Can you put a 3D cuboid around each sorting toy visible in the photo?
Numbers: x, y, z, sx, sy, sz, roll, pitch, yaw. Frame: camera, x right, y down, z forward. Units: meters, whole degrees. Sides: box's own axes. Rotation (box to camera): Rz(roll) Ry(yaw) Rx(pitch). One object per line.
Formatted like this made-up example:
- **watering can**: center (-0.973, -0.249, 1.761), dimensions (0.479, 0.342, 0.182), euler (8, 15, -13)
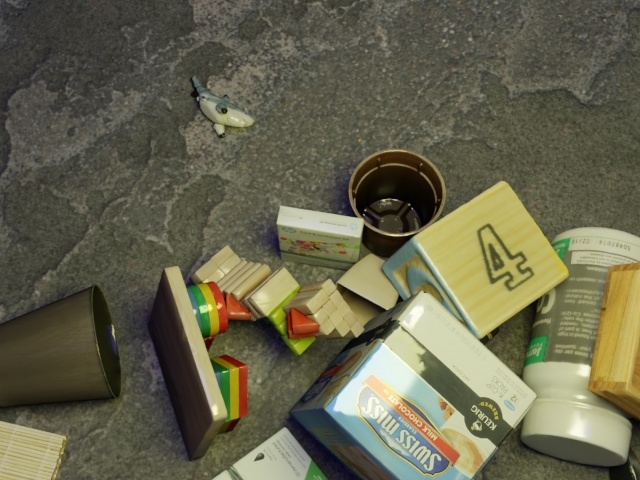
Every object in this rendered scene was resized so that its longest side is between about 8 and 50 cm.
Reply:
- **sorting toy**: center (-0.194, 0.200, 1.564), dimensions (0.089, 0.255, 0.257), euler (-13, 68, -22)

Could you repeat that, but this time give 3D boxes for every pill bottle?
- **pill bottle**: center (0.454, 0.178, 1.591), dimensions (0.204, 0.204, 0.361), euler (15, 68, 6)

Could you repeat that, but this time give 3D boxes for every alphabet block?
- **alphabet block**: center (0.252, 0.049, 1.570), dimensions (0.197, 0.192, 0.193), euler (-31, 85, -19)

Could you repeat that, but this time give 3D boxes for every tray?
- **tray**: center (0.582, 0.213, 1.514), dimensions (0.411, 0.076, 0.203), euler (31, 65, -33)

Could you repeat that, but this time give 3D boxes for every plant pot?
- **plant pot**: center (0.133, -0.055, 1.703), dimensions (0.167, 0.165, 0.167), euler (0, 69, 1)
- **plant pot**: center (0.091, 0.090, 1.683), dimensions (0.109, 0.109, 0.096), euler (28, 60, 11)

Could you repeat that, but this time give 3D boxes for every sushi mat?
- **sushi mat**: center (-0.603, 0.372, 1.611), dimensions (0.316, 0.019, 0.151), euler (12, 68, 5)

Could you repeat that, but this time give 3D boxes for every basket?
- **basket**: center (-0.473, 0.196, 1.615), dimensions (0.226, 0.154, 0.204), euler (-13, 68, -1)

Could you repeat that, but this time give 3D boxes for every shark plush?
- **shark plush**: center (-0.202, -0.264, 1.863), dimensions (0.067, 0.073, 0.161), euler (-30, 49, -31)

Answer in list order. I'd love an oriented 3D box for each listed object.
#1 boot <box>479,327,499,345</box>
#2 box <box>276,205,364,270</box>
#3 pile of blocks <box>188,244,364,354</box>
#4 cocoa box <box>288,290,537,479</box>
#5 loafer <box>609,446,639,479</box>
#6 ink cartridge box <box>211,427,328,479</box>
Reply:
- **boot**: center (0.200, 0.136, 1.680), dimensions (0.137, 0.077, 0.198), euler (-43, 73, -10)
- **box**: center (0.000, 0.000, 1.670), dimensions (0.145, 0.186, 0.038), euler (9, 69, 3)
- **pile of blocks**: center (-0.098, 0.121, 1.608), dimensions (0.362, 0.149, 0.112), euler (17, 48, 43)
- **cocoa box**: center (0.125, 0.256, 1.463), dimensions (0.231, 0.347, 0.228), euler (43, 75, 0)
- **loafer**: center (0.533, 0.419, 1.580), dimensions (0.061, 0.062, 0.170), euler (-4, 70, -26)
- **ink cartridge box**: center (-0.097, 0.426, 1.524), dimensions (0.208, 0.087, 0.153), euler (-32, 72, -31)
